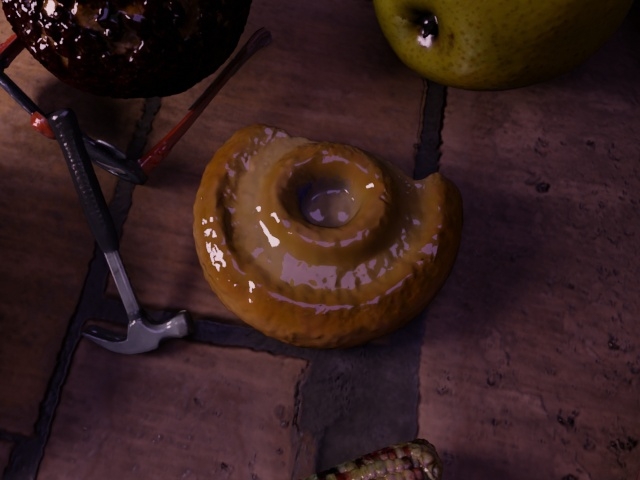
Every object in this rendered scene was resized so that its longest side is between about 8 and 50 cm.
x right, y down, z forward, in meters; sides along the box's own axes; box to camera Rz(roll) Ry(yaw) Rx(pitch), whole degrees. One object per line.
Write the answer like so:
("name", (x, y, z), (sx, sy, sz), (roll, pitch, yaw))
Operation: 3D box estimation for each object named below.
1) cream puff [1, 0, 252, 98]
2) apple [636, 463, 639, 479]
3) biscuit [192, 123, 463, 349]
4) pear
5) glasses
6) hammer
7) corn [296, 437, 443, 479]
("cream puff", (-0.183, -0.254, 0.601), (0.239, 0.165, 0.239), (6, 54, -9))
("apple", (0.385, 0.225, 0.465), (0.305, 0.235, 0.306), (-1, 69, 3))
("biscuit", (0.000, -0.001, 0.625), (0.274, 0.091, 0.213), (13, 70, 3))
("pear", (0.178, -0.293, 0.627), (0.294, 0.294, 0.294), (0, 71, 1))
("glasses", (-0.213, -0.212, 0.688), (0.234, 0.118, 0.268), (34, 75, 13))
("hammer", (-0.213, -0.004, 0.605), (0.103, 0.029, 0.246), (-19, 101, 3))
("corn", (-0.006, 0.250, 0.544), (0.253, 0.086, 0.086), (-22, 72, -8))
